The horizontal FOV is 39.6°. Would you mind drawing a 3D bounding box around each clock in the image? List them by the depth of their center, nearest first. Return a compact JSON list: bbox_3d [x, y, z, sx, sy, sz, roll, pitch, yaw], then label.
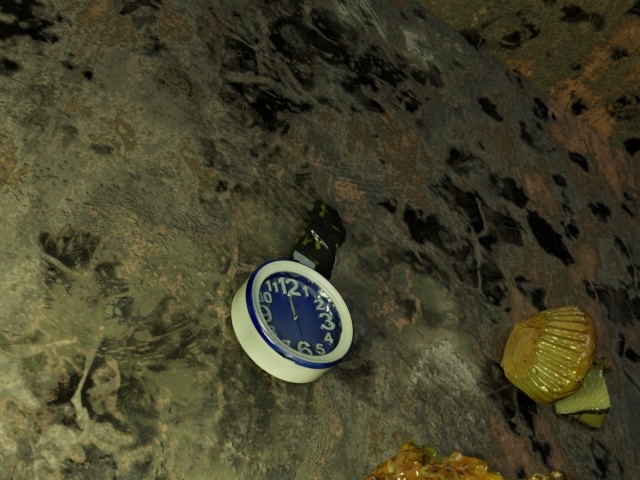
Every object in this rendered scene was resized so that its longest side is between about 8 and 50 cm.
[{"bbox_3d":[-0.051,0.149,1.650,0.230,0.083,0.230,23,42,-22],"label":"clock"}]

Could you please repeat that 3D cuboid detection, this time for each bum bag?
[{"bbox_3d":[0.000,0.000,1.848,0.106,0.060,0.232,45,39,-14],"label":"bum bag"}]

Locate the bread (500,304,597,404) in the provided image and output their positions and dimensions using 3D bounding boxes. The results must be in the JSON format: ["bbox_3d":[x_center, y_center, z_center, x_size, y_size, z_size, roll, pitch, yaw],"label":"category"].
[{"bbox_3d":[0.507,0.242,1.948,0.139,0.240,0.240,25,40,-7],"label":"bread"}]

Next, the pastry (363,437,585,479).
[{"bbox_3d":[0.234,0.498,1.383,0.292,0.405,0.338,50,51,-60],"label":"pastry"}]

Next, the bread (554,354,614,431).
[{"bbox_3d":[0.597,0.353,2.061,0.152,0.127,0.147,1,49,0],"label":"bread"}]
